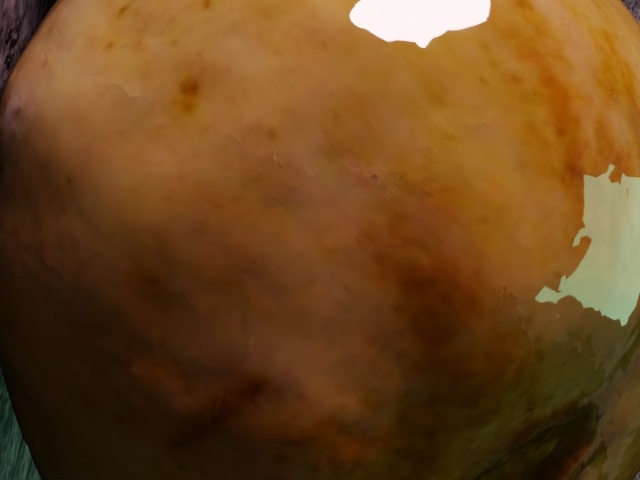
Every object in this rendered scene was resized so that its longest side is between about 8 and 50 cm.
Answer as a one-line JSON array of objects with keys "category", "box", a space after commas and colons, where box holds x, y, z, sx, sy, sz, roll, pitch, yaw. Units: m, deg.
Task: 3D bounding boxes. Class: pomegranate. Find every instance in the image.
[{"category": "pomegranate", "box": [0.000, 0.000, 0.525, 0.338, 0.338, 0.338, -167, -90, -83]}]
